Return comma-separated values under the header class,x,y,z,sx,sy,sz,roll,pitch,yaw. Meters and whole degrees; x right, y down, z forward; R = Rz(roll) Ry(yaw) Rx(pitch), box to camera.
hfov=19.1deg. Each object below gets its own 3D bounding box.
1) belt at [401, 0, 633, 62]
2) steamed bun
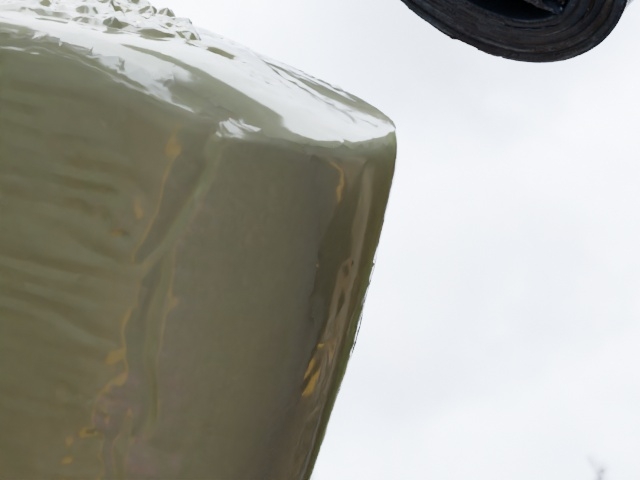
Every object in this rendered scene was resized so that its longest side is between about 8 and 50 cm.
class,x,y,z,sx,sy,sz,roll,pitch,yaw
belt,0.112,-0.189,1.147,0.141,0.190,0.082,-57,-3,37
steamed bun,-0.102,0.003,0.688,0.155,0.250,0.200,-27,-47,-68
